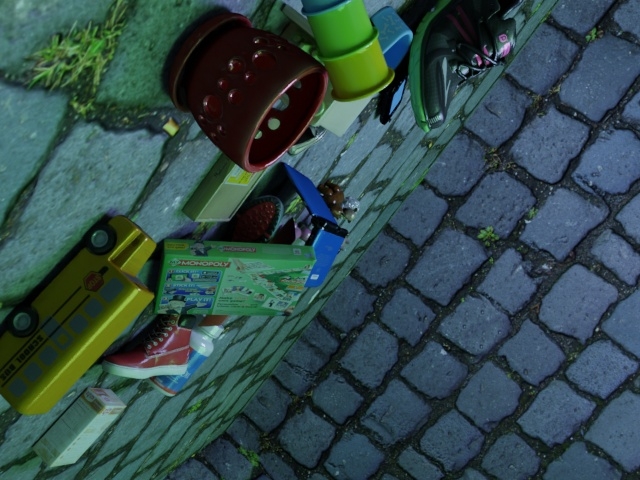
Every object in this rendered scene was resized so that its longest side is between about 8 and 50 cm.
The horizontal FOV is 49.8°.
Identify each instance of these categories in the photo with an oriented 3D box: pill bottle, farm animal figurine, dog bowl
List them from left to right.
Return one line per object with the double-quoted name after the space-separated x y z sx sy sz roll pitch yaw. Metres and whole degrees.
-0.360 0.287 1.808 0.221 0.124 0.124 -50 168 -1 "pill bottle"
0.000 0.000 2.099 0.330 0.172 0.327 -51 168 6 "farm animal figurine"
0.091 -0.379 1.502 0.297 0.074 0.166 -46 167 -18 "dog bowl"

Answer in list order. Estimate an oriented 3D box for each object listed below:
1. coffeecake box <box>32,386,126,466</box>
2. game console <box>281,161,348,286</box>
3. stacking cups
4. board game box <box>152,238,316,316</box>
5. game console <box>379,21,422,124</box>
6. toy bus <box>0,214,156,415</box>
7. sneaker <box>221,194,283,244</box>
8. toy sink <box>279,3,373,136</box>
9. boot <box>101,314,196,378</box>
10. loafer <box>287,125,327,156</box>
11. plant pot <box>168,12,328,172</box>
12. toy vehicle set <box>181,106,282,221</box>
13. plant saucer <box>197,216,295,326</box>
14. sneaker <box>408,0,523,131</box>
-0.574 0.446 1.656 0.185 0.068 0.142 -48 168 -8 "coffeecake box"
-0.046 -0.029 1.729 0.250 0.173 0.293 -63 166 2 "game console"
0.006 -0.341 0.888 0.096 0.096 0.316 -43 125 -30 "stacking cups"
-0.190 0.086 1.492 0.317 0.046 0.213 4 139 -19 "board game box"
0.219 -0.440 1.850 0.213 0.044 0.361 -46 168 -15 "game console"
-0.396 0.118 1.139 0.333 0.130 0.108 -48 168 -7 "toy bus"
-0.162 -0.030 1.657 0.262 0.104 0.125 -48 180 38 "sneaker"
-0.013 -0.288 1.221 0.131 0.153 0.234 -51 169 9 "toy sink"
-0.401 0.231 1.637 0.244 0.088 0.176 7 98 -55 "boot"
-0.027 -0.241 1.580 0.125 0.045 0.039 -43 160 -16 "loafer"
-0.109 -0.224 1.012 0.191 0.174 0.191 -46 167 -14 "plant pot"
-0.157 -0.151 1.400 0.267 0.035 0.166 -52 168 11 "toy vehicle set"
-0.166 0.086 1.689 0.259 0.047 0.258 -49 -179 32 "plant saucer"
0.345 -0.465 1.618 0.483 0.202 0.185 -63 154 -18 "sneaker"
